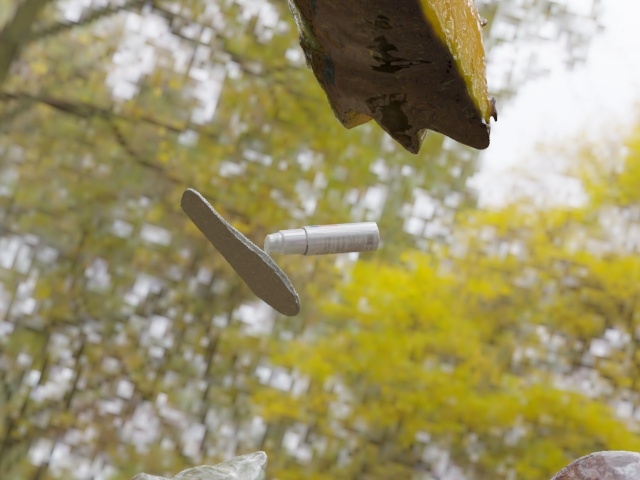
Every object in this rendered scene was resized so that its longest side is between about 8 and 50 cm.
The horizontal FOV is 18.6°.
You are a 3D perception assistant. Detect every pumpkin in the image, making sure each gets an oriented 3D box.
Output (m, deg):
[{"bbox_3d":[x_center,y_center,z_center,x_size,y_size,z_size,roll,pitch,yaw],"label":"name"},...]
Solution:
[{"bbox_3d":[0.014,-0.179,1.128,0.130,0.254,0.149,-8,-12,29],"label":"pumpkin"}]

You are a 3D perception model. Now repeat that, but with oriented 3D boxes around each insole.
[{"bbox_3d":[-0.089,0.014,2.167,0.192,0.010,0.063,46,-36,16],"label":"insole"}]

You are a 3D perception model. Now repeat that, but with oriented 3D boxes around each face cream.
[{"bbox_3d":[0.000,0.000,2.188,0.130,0.034,0.034,-5,-17,-19],"label":"face cream"}]

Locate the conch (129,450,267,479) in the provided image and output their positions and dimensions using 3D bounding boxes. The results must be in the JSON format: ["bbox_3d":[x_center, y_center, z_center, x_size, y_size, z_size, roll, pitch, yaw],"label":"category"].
[{"bbox_3d":[-0.178,0.239,1.208,0.386,0.169,0.203,-23,-1,-30],"label":"conch"}]

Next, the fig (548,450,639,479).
[{"bbox_3d":[0.273,0.270,1.761,0.148,0.149,0.202,-6,10,-10],"label":"fig"}]
